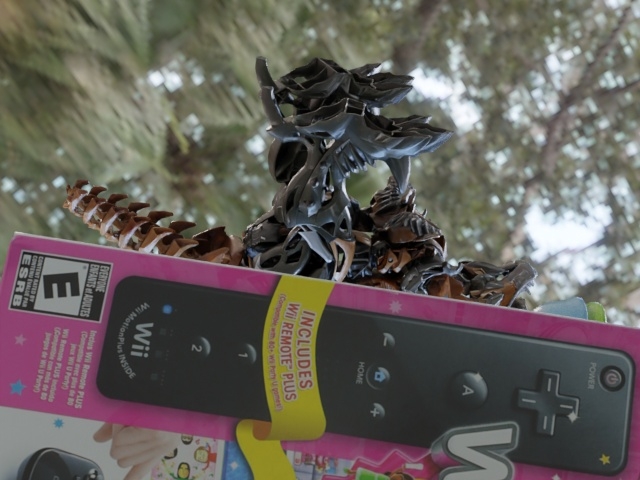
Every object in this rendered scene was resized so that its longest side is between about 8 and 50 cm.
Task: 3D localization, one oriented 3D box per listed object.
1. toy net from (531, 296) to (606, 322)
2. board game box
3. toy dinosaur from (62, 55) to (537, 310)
[{"bbox_3d":[0.112,0.112,0.928,0.232,0.045,0.122,125,-21,-70],"label":"toy net"},{"bbox_3d":[0.004,0.132,0.608,0.303,0.097,0.224,9,-108,0],"label":"board game box"},{"bbox_3d":[0.000,0.000,1.000,0.322,0.218,0.164,1,-156,-33],"label":"toy dinosaur"}]
